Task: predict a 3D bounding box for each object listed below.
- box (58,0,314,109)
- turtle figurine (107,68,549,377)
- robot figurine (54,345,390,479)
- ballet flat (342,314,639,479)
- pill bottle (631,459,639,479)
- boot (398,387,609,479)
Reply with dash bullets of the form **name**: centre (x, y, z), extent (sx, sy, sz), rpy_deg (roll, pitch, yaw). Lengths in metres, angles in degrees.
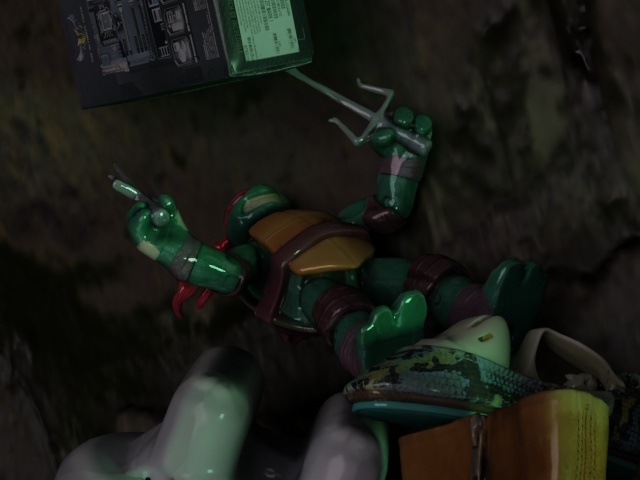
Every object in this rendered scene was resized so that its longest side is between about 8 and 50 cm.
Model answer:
- **box**: centre (-0.095, -0.196, 0.985), extent (0.183, 0.059, 0.232), rpy_deg (-5, 98, 57)
- **turtle figurine**: centre (0.000, 0.000, 0.953), extent (0.234, 0.175, 0.118), rpy_deg (34, 148, 45)
- **robot figurine**: centre (-0.073, 0.236, 0.922), extent (0.300, 0.200, 0.353), rpy_deg (20, 97, 4)
- **ballet flat**: centre (0.089, 0.069, 0.860), extent (0.070, 0.188, 0.070), rpy_deg (-24, 57, 44)
- **pill bottle**: centre (0.201, 0.177, 0.778), extent (0.176, 0.176, 0.318), rpy_deg (27, 99, 30)
- **boot**: centre (0.041, 0.219, 0.771), extent (0.264, 0.096, 0.280), rpy_deg (140, 131, -61)
